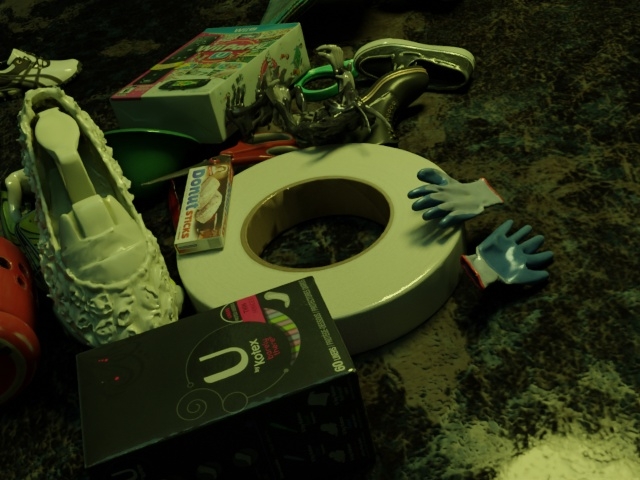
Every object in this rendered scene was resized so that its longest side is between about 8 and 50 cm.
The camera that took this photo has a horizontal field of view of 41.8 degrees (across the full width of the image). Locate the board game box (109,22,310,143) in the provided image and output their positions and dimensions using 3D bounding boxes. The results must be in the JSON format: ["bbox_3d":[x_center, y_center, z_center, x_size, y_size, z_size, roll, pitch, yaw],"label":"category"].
[{"bbox_3d":[-0.190,-0.283,1.495,0.224,0.097,0.303,5,35,30],"label":"board game box"}]

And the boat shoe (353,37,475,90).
[{"bbox_3d":[0.156,-0.302,1.461,0.219,0.078,0.070,5,40,20],"label":"boat shoe"}]

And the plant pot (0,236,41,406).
[{"bbox_3d":[-0.438,0.109,1.033,0.191,0.191,0.174,-23,47,-13],"label":"plant pot"}]

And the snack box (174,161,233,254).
[{"bbox_3d":[-0.159,-0.048,1.161,0.064,0.022,0.178,-10,38,7],"label":"snack box"}]

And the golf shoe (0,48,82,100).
[{"bbox_3d":[-0.601,-0.359,1.750,0.198,0.094,0.077,-17,36,-7],"label":"golf shoe"}]

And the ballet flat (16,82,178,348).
[{"bbox_3d":[-0.294,-0.038,1.029,0.147,0.147,0.409,-24,58,-14],"label":"ballet flat"}]

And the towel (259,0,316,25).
[{"bbox_3d":[0.006,-0.541,1.681,0.370,0.040,0.271,-33,25,34],"label":"towel"}]

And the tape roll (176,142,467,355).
[{"bbox_3d":[0.000,0.000,1.129,0.392,0.072,0.392,-8,38,6],"label":"tape roll"}]

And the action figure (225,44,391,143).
[{"bbox_3d":[-0.022,-0.219,1.283,0.275,0.141,0.164,7,24,41],"label":"action figure"}]

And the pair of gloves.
[{"bbox_3d":[0.200,-0.020,1.045,0.159,0.023,0.198,-14,60,-41],"label":"pair of gloves"}]

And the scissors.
[{"bbox_3d":[-0.157,-0.128,1.313,0.297,0.021,0.109,-13,39,-29],"label":"scissors"}]

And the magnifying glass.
[{"bbox_3d":[0.054,-0.320,1.558,0.231,0.026,0.092,-28,40,-20],"label":"magnifying glass"}]

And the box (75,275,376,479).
[{"bbox_3d":[-0.100,0.174,0.877,0.270,0.143,0.165,-19,37,-7],"label":"box"}]

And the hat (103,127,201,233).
[{"bbox_3d":[-0.277,-0.073,1.340,0.173,0.184,0.208,-1,-6,-2],"label":"hat"}]

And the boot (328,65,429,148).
[{"bbox_3d":[0.116,-0.193,1.349,0.198,0.077,0.137,-34,45,-5],"label":"boot"}]

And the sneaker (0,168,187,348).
[{"bbox_3d":[-0.334,0.022,1.139,0.384,0.147,0.145,24,49,36],"label":"sneaker"}]
